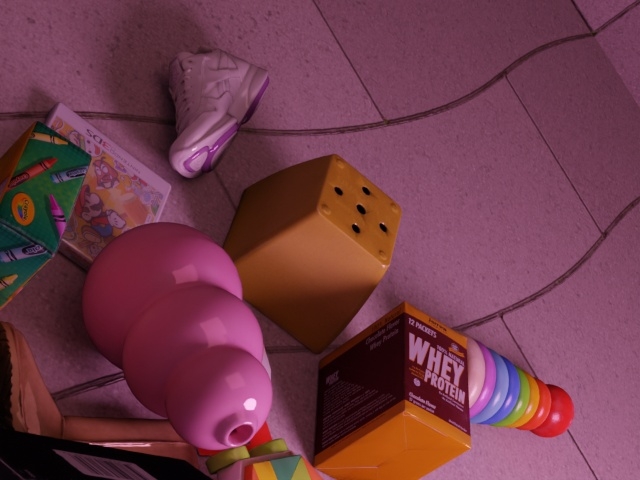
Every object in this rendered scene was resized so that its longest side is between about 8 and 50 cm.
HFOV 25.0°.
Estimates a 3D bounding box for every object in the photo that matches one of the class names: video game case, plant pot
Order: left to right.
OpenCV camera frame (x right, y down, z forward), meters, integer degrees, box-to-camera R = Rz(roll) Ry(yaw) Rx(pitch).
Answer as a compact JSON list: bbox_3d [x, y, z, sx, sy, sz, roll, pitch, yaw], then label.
[{"bbox_3d":[-0.316,-0.061,1.988,0.206,0.026,0.227,37,39,-19],"label":"video game case"},{"bbox_3d":[0.000,0.000,2.148,0.212,0.187,0.212,39,39,-18],"label":"plant pot"}]

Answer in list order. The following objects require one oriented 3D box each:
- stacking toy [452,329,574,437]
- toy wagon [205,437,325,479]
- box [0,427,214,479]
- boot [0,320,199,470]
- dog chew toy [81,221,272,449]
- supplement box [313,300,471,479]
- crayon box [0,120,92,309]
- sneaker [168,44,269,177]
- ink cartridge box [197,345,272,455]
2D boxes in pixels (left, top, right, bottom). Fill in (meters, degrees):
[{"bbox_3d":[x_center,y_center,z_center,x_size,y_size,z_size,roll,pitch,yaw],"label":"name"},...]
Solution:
[{"bbox_3d":[0.296,0.245,2.326,0.330,0.141,0.141,21,46,-43],"label":"stacking toy"},{"bbox_3d":[-0.057,0.383,1.798,0.267,0.068,0.344,66,19,13],"label":"toy wagon"},{"bbox_3d":[-0.250,0.367,1.451,0.296,0.182,0.294,17,93,-38],"label":"box"},{"bbox_3d":[-0.281,0.224,1.746,0.269,0.089,0.236,12,59,-44],"label":"boot"},{"bbox_3d":[-0.166,0.127,1.790,0.206,0.207,0.332,14,29,-41],"label":"dog chew toy"},{"bbox_3d":[0.103,0.230,2.062,0.129,0.191,0.194,31,40,-27],"label":"supplement box"},{"bbox_3d":[-0.382,0.009,1.641,0.081,0.278,0.165,34,40,-21],"label":"crayon box"},{"bbox_3d":[-0.188,-0.200,2.201,0.152,0.114,0.305,33,34,-4],"label":"sneaker"},{"bbox_3d":[-0.125,0.201,1.964,0.145,0.045,0.179,7,53,-44],"label":"ink cartridge box"}]
